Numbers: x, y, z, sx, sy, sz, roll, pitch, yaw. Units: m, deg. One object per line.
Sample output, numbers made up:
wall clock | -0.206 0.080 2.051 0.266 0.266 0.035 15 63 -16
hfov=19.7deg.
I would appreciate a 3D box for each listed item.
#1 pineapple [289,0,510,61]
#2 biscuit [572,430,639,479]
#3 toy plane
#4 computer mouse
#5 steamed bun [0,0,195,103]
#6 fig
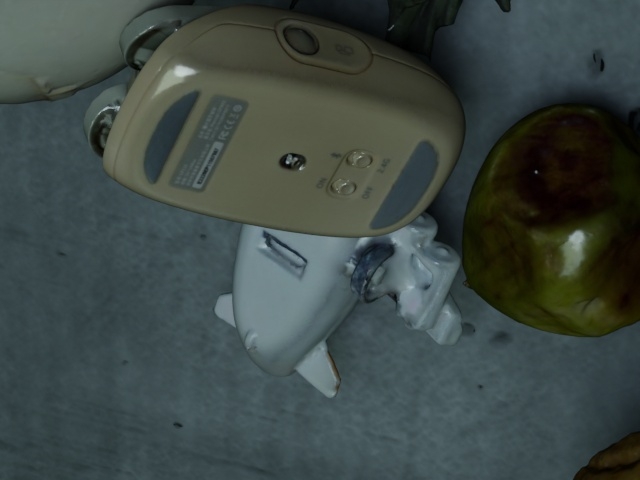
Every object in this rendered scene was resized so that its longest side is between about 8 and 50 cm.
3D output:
pineapple | 0.124 -0.235 1.109 0.364 0.165 0.165 -29 105 34
biscuit | 0.366 0.189 1.250 0.359 0.074 0.381 22 133 -20
toy plane | 0.000 0.000 1.326 0.244 0.117 0.245 14 115 33
computer mouse | -0.025 -0.075 1.157 0.236 0.082 0.145 10 132 -22
steamed bun | -0.172 -0.255 1.161 0.309 0.309 0.309 10 122 16
fig | 0.164 -0.004 1.236 0.154 0.144 0.165 31 148 -15
